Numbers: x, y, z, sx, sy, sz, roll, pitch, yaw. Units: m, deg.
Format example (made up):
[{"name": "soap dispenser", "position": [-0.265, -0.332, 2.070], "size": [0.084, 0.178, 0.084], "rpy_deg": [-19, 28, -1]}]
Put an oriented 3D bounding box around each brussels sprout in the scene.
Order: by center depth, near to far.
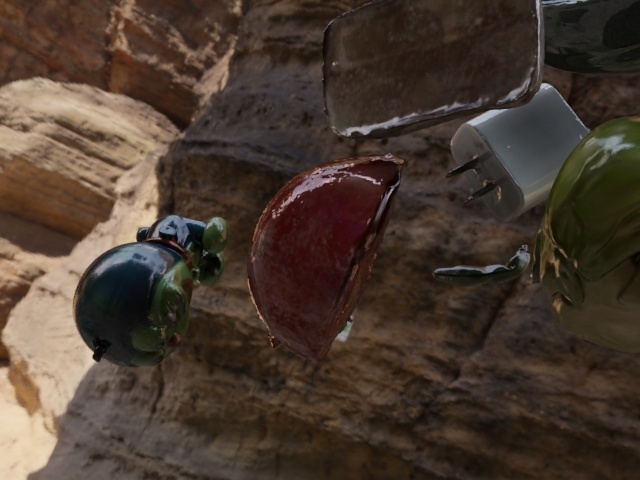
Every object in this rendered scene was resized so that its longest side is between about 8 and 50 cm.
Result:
[{"name": "brussels sprout", "position": [0.429, -0.024, 0.897], "size": [0.247, 0.328, 0.328], "rpy_deg": [15, -13, 32]}]

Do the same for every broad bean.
[{"name": "broad bean", "position": [0.314, 0.060, 1.268], "size": [0.195, 0.061, 0.046], "rpy_deg": [-17, -39, -3]}]

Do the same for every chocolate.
[{"name": "chocolate", "position": [0.140, -0.223, 0.836], "size": [0.303, 0.185, 0.100], "rpy_deg": [-6, -13, 42]}]

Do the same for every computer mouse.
[{"name": "computer mouse", "position": [0.411, -0.301, 0.926], "size": [0.203, 0.114, 0.374], "rpy_deg": [26, -10, -38]}]

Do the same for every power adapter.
[{"name": "power adapter", "position": [0.342, -0.145, 1.198], "size": [0.187, 0.255, 0.124], "rpy_deg": [57, -16, 14]}]

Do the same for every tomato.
[{"name": "tomato", "position": [-0.006, 0.001, 0.920], "size": [0.170, 0.309, 0.309], "rpy_deg": [20, -10, 7]}]

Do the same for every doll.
[{"name": "doll", "position": [-0.281, 0.079, 1.094], "size": [0.186, 0.322, 0.199], "rpy_deg": [20, -53, 5]}]
